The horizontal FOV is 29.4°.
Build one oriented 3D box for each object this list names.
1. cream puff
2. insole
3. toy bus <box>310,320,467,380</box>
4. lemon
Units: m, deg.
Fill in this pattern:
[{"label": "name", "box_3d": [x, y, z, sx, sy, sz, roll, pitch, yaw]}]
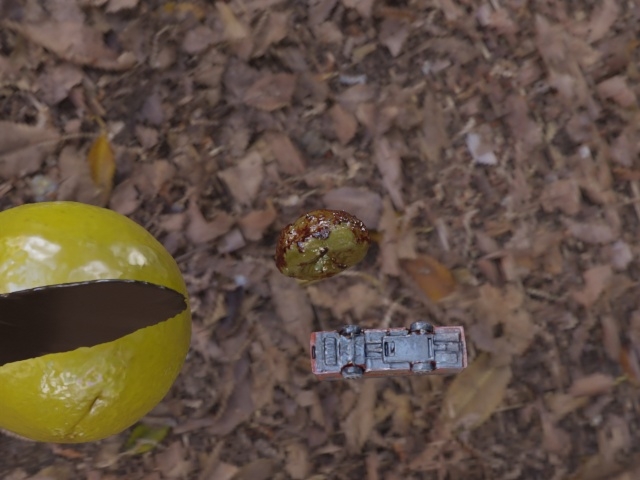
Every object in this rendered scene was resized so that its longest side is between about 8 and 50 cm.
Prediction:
[{"label": "cream puff", "box_3d": [0.000, 0.000, 1.799, 0.149, 0.149, 0.084, -3, 63, -38]}, {"label": "insole", "box_3d": [-0.214, 0.063, 0.730, 0.111, 0.327, 0.007, 22, 58, -48]}, {"label": "toy bus", "box_3d": [0.084, 0.142, 1.521, 0.192, 0.077, 0.065, -3, 71, 0]}, {"label": "lemon", "box_3d": [-0.343, 0.107, 1.623, 0.348, 0.348, 0.348, 12, 68, -34]}]
